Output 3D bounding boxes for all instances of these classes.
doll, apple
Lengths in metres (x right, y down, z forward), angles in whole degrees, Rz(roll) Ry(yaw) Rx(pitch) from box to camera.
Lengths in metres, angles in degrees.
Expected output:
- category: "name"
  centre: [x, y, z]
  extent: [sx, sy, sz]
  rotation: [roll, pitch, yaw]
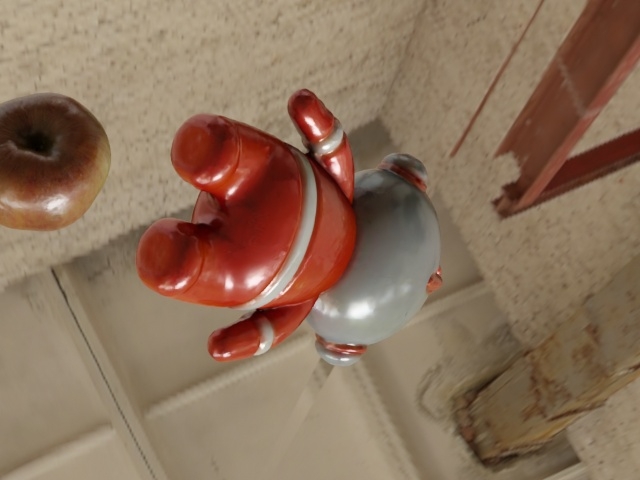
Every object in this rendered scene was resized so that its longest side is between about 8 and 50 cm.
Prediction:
- category: "doll"
  centre: [0.000, 0.000, 1.082]
  extent: [0.105, 0.336, 0.199]
  rotation: [19, -88, 37]
- category: "apple"
  centre: [-0.246, -0.066, 1.287]
  extent: [0.126, 0.102, 0.126]
  rotation: [2, -115, -4]
